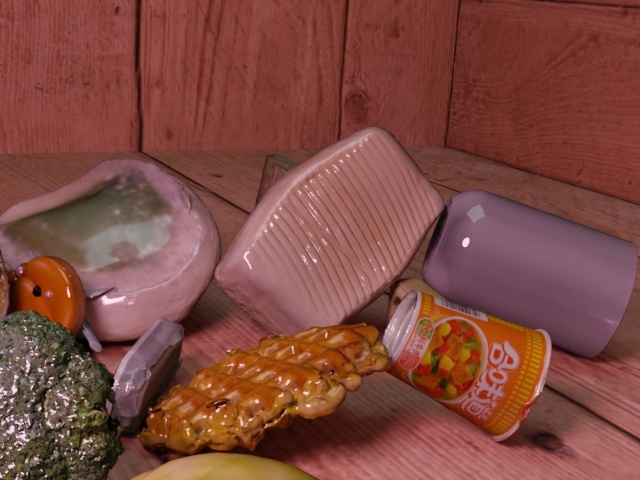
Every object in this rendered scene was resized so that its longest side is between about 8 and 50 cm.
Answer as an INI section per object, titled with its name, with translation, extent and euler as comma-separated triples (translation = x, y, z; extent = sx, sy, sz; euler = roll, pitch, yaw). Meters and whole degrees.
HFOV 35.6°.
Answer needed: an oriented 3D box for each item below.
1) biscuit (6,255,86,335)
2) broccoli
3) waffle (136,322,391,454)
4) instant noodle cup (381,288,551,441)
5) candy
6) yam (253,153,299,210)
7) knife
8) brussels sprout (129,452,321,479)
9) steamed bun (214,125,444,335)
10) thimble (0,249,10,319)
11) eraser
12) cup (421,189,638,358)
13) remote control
[biscuit]
translation = -0.415, 0.097, 1.450
extent = 0.170, 0.170, 0.050
euler = 15, 7, 37
[broccoli]
translation = -0.317, 0.205, 1.025
extent = 0.270, 0.270, 0.270
euler = 9, -18, 20
[waffle]
translation = -0.069, 0.181, 1.265
extent = 0.324, 0.068, 0.302
euler = -18, 9, 21
[instant noodle cup]
translation = 0.180, 0.153, 1.305
extent = 0.185, 0.168, 0.168
euler = 24, 13, -6
[candy]
translation = -0.351, 0.031, 1.674
extent = 0.386, 0.186, 0.427
euler = -27, 37, -24
[yam]
translation = -0.057, -0.013, 1.842
extent = 0.161, 0.268, 0.161
euler = 14, 10, -2
[knife]
translation = -0.376, 0.088, 1.470
extent = 0.210, 0.015, 0.028
euler = 48, 11, 29
[brussels sprout]
translation = -0.070, 0.290, 0.709
extent = 0.316, 0.243, 0.274
euler = 5, 38, 23
[steamed bun]
translation = 0.001, -0.002, 1.650
extent = 0.383, 0.247, 0.236
euler = -47, 11, -24
[thimble]
translation = -0.578, 0.053, 1.403
extent = 0.270, 0.271, 0.150
euler = -2, 13, -20
[eraser]
translation = 0.159, 0.136, 1.568
extent = 0.058, 0.117, 0.172
euler = 0, 15, -17
[cup]
translation = 0.336, 0.047, 1.638
extent = 0.312, 0.206, 0.205
euler = 20, 15, 0
[remote control]
translation = -0.234, 0.178, 1.335
extent = 0.052, 0.104, 0.247
euler = 15, 16, 4
